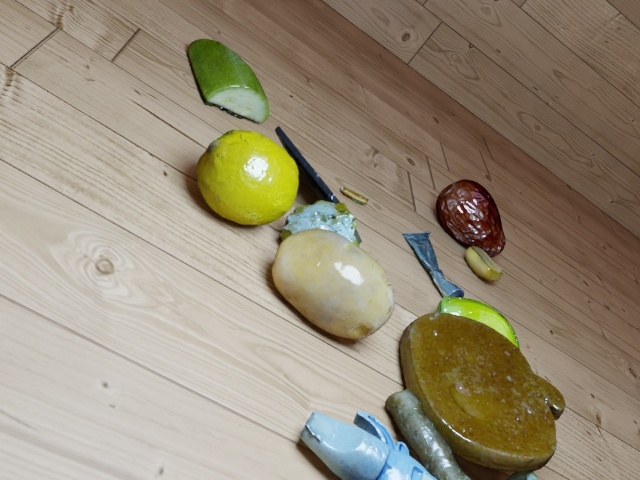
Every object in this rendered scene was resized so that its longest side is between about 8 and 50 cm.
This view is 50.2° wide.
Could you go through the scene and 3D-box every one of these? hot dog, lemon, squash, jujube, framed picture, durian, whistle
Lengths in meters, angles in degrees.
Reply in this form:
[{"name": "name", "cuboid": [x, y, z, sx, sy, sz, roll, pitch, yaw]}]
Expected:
[{"name": "hot dog", "cuboid": [0.085, -0.111, 1.708, 0.083, 0.021, 0.037, 26, 10, -22]}, {"name": "lemon", "cuboid": [-0.134, -0.116, 1.271, 0.180, 0.180, 0.193, 51, 29, 20]}, {"name": "squash", "cuboid": [-0.221, -0.413, 1.682, 0.169, 0.093, 0.252, 17, 36, -36]}, {"name": "jujube", "cuboid": [0.432, -0.059, 1.939, 0.236, 0.168, 0.168, 52, 27, -3]}, {"name": "framed picture", "cuboid": [-0.003, -0.119, 1.505, 0.265, 0.018, 0.192, 53, -3, 22]}, {"name": "durian", "cuboid": [0.351, 0.219, 1.484, 0.139, 0.101, 0.250, -37, 77, -27]}, {"name": "whistle", "cuboid": [0.086, 0.339, 0.978, 0.269, 0.093, 0.180, 35, 32, 1]}]

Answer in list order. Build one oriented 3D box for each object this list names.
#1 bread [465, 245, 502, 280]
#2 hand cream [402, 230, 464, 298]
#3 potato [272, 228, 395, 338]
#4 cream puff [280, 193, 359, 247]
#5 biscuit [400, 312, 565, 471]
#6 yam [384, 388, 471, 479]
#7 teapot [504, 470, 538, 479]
[{"name": "bread", "cuboid": [0.438, 0.068, 1.860, 0.082, 0.056, 0.115, 13, 33, -49]}, {"name": "hand cream", "cuboid": [0.285, 0.061, 1.675, 0.075, 0.052, 0.248, 19, 34, -37]}, {"name": "potato", "cuboid": [0.026, 0.071, 1.211, 0.234, 0.146, 0.150, 37, 39, -6]}, {"name": "cream puff", "cuboid": [0.001, 0.001, 1.341, 0.156, 0.156, 0.121, 15, -6, -41]}, {"name": "biscuit", "cuboid": [0.303, 0.275, 1.273, 0.314, 0.063, 0.367, 15, 30, -13]}, {"name": "yam", "cuboid": [0.178, 0.335, 1.080, 0.061, 0.061, 0.253, 19, 24, -36]}, {"name": "teapot", "cuboid": [0.321, 0.433, 1.125, 0.092, 0.091, 0.124, 26, 31, -30]}]
